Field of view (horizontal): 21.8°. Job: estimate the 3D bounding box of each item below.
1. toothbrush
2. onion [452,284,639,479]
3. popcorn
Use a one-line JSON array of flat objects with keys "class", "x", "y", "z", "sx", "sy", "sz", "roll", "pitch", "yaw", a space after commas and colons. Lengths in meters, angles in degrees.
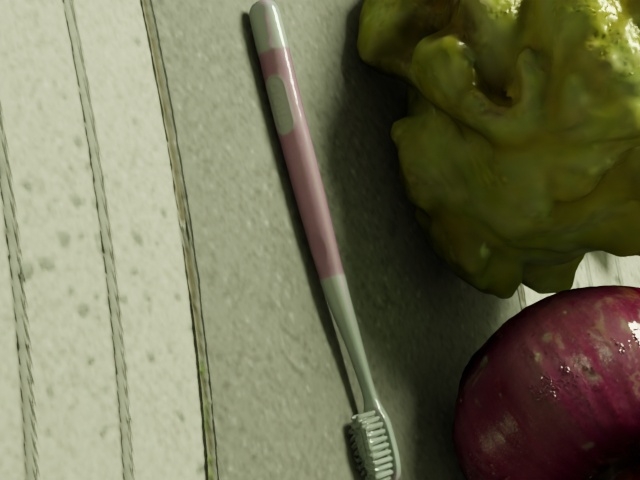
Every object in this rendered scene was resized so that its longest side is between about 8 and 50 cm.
[{"class": "toothbrush", "x": 0.000, "y": 0.000, "z": 0.941, "sx": 0.025, "sy": 0.020, "sz": 0.286, "roll": -8, "pitch": 82, "yaw": -53}, {"class": "onion", "x": 0.167, "y": 0.108, "z": 1.007, "sx": 0.177, "sy": 0.177, "sz": 0.153, "roll": 56, "pitch": -2, "yaw": -26}, {"class": "popcorn", "x": 0.162, "y": -0.098, "z": 1.033, "sx": 0.241, "sy": 0.250, "sz": 0.235, "roll": 53, "pitch": 43, "yaw": -28}]
